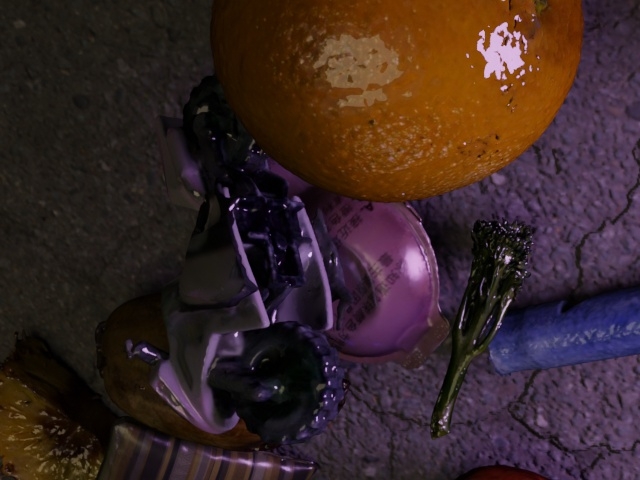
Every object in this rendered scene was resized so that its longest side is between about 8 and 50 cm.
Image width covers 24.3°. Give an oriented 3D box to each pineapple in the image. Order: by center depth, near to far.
[{"bbox_3d":[-0.288,0.216,1.579,0.135,0.079,0.233,-33,103,34],"label":"pineapple"}]

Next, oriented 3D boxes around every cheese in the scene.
[{"bbox_3d":[0.000,0.000,1.333,0.286,0.074,0.189,43,124,13],"label":"cheese"}]

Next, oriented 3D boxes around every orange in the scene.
[{"bbox_3d":[0.056,-0.157,1.100,0.274,0.274,0.274,11,121,19],"label":"orange"}]

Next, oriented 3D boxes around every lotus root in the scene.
[{"bbox_3d":[-0.094,0.125,1.410,0.260,0.128,0.145,9,126,18],"label":"lotus root"}]

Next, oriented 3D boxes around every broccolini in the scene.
[{"bbox_3d":[0.141,0.079,1.274,0.058,0.074,0.201,13,96,18],"label":"broccolini"}]

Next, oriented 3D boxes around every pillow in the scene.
[{"bbox_3d":[-0.135,0.278,1.531,0.212,0.052,0.208,14,124,-13],"label":"pillow"}]

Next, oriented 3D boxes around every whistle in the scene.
[{"bbox_3d":[0.286,0.064,1.244,0.304,0.062,0.062,-13,111,29],"label":"whistle"}]

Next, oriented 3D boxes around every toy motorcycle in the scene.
[{"bbox_3d":[-0.085,0.026,1.268,0.188,0.143,0.327,-27,70,37],"label":"toy motorcycle"}]

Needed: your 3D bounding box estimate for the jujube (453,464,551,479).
[{"bbox_3d":[0.198,0.311,1.366,0.236,0.168,0.168,39,126,-3],"label":"jujube"}]
